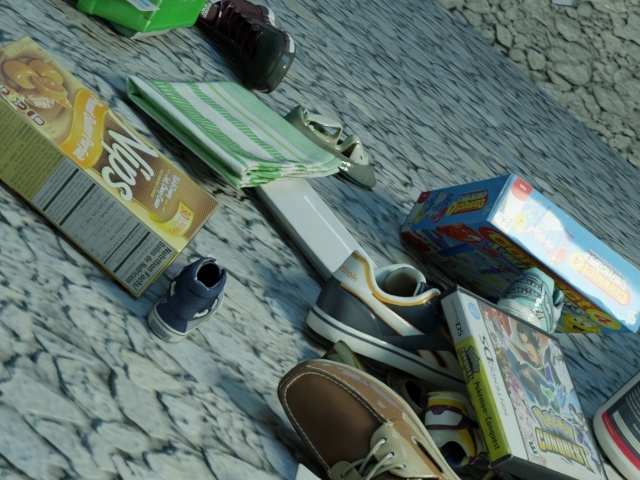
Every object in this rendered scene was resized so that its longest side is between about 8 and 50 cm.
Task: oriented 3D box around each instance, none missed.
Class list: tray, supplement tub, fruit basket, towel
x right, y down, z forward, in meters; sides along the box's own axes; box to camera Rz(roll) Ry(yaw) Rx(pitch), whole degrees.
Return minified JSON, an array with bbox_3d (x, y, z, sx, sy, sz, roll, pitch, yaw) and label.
[{"bbox_3d":[0.000,0.000,2.059,0.270,0.030,0.145,51,22,20],"label":"tray"},{"bbox_3d":[0.581,0.260,2.240,0.191,0.272,0.191,35,24,-18],"label":"supplement tub"},{"bbox_3d":[-0.344,-0.449,2.196,0.353,0.165,0.327,30,20,10],"label":"fruit basket"},{"bbox_3d":[-0.124,-0.166,2.097,0.248,0.038,0.325,39,20,17],"label":"towel"}]

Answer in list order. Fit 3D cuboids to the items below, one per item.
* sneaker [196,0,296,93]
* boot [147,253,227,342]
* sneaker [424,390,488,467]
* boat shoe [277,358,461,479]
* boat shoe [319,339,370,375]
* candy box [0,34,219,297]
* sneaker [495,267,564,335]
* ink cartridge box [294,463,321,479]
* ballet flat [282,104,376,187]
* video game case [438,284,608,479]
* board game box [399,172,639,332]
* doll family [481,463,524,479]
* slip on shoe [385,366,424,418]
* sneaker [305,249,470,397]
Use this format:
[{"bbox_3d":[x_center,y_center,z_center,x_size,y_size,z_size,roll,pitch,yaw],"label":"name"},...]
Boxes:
[{"bbox_3d":[-0.147,-0.344,2.370,0.162,0.106,0.281,26,17,-25],"label":"sneaker"},{"bbox_3d":[-0.133,0.050,1.665,0.069,0.086,0.190,40,22,-6],"label":"boot"},{"bbox_3d":[0.186,0.263,1.861,0.185,0.069,0.084,39,53,-45],"label":"sneaker"},{"bbox_3d":[0.080,0.257,1.577,0.324,0.123,0.116,43,7,3],"label":"boat shoe"},{"bbox_3d":[0.046,0.190,1.765,0.056,0.049,0.152,47,8,-47],"label":"boat shoe"},{"bbox_3d":[-0.281,-0.092,1.674,0.316,0.087,0.183,41,22,-4],"label":"candy box"},{"bbox_3d":[0.324,0.125,2.144,0.110,0.122,0.283,30,-11,18],"label":"sneaker"},{"bbox_3d":[0.036,0.375,1.394,0.239,0.060,0.275,38,23,-9],"label":"ink cartridge box"},{"bbox_3d":[0.028,-0.154,2.336,0.213,0.068,0.072,29,26,-31],"label":"ballet flat"},{"bbox_3d":[0.272,0.204,1.868,0.275,0.035,0.248,26,40,-47],"label":"video game case"},{"bbox_3d":[0.321,0.030,2.249,0.308,0.086,0.302,36,-15,-16],"label":"board game box"},{"bbox_3d":[0.272,0.335,1.852,0.111,0.076,0.193,46,19,20],"label":"doll family"},{"bbox_3d":[0.115,0.198,1.874,0.051,0.041,0.135,38,22,-11],"label":"slip on shoe"},{"bbox_3d":[0.141,0.115,1.907,0.321,0.127,0.126,24,6,-32],"label":"sneaker"}]
